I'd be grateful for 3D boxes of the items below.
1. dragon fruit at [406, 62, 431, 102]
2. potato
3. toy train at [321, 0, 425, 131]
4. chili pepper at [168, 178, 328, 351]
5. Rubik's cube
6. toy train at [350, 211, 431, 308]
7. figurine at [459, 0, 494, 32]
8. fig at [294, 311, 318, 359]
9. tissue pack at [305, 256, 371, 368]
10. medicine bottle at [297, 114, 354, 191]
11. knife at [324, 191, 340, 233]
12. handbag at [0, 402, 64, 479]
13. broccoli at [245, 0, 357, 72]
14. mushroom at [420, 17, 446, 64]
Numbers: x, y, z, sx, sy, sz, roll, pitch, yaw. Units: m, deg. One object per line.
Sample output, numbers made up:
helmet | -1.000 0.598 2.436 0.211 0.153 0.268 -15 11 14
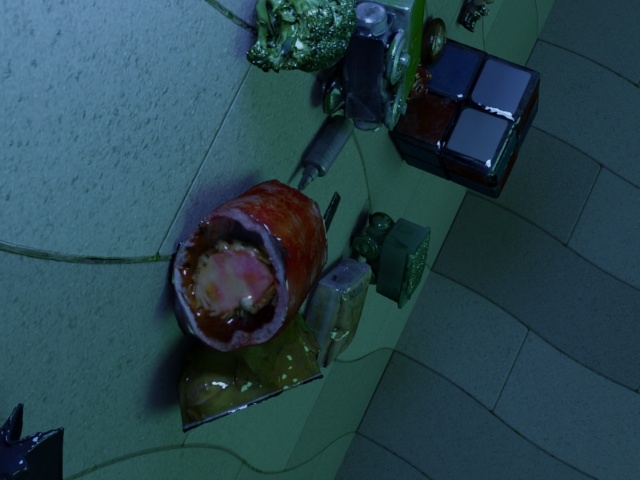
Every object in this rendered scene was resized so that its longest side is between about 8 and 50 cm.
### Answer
dragon fruit | 0.244 -0.407 2.114 0.112 0.068 0.126 -65 162 -2
potato | -0.163 0.231 1.561 0.299 0.196 0.246 -17 168 -41
toy train | 0.106 -0.371 1.597 0.307 0.173 0.249 86 23 -56
chili pepper | -0.114 0.029 1.441 0.305 0.229 0.251 -57 135 -67
Rubik's cube | 0.412 -0.336 2.292 0.313 0.316 0.318 -64 162 -3
toy train | 0.193 0.045 2.326 0.145 0.201 0.266 -50 156 -38
figurine | 0.474 -0.703 2.358 0.114 0.108 0.196 19 102 -48
fig | -0.070 0.252 2.016 0.123 0.123 0.156 8 67 -72
tissue pack | 0.044 0.198 2.225 0.215 0.123 0.257 -38 149 -61
medicine bottle | 0.002 -0.176 1.709 0.199 0.057 0.058 -59 162 -26
knife | 0.000 0.000 2.004 0.245 0.019 0.072 -66 164 -6
handbag | -0.450 0.355 0.962 0.326 0.118 0.269 -48 162 -48
broccoli | -0.029 -0.339 1.268 0.195 0.156 0.195 -45 -155 27
mushroom | 0.293 -0.521 2.130 0.123 0.052 0.123 18 90 -72
